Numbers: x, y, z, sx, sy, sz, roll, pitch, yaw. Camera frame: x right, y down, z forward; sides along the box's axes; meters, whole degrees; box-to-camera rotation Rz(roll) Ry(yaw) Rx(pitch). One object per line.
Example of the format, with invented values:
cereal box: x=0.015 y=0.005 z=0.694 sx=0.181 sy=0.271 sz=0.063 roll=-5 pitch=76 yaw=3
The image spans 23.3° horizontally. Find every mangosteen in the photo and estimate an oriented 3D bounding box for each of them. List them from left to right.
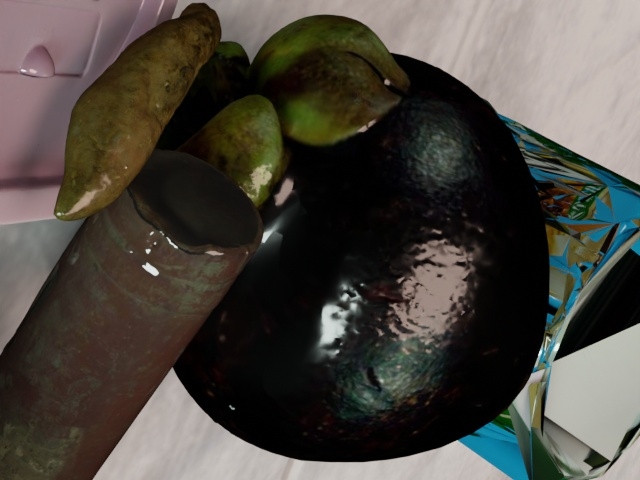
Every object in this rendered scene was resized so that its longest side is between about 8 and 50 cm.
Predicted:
mangosteen: x=0.000 y=0.000 z=0.812 sx=0.243 sy=0.243 sz=0.242 roll=-29 pitch=131 yaw=-40

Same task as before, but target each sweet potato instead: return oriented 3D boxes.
sweet potato: x=-0.076 y=-0.064 z=0.664 sx=0.038 sy=0.041 sz=0.153 roll=44 pitch=46 yaw=-18

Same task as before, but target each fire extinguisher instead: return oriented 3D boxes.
fire extinguisher: x=-0.131 y=0.074 z=0.731 sx=0.089 sy=0.072 sz=0.267 roll=11 pitch=127 yaw=-39

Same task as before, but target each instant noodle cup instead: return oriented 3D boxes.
instant noodle cup: x=0.127 y=0.034 z=1.011 sx=0.240 sy=0.178 sz=0.240 roll=-28 pitch=130 yaw=-40

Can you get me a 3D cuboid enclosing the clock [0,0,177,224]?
clock: x=-0.139 y=-0.138 z=0.585 sx=0.290 sy=0.080 sz=0.275 roll=-21 pitch=128 yaw=-69
